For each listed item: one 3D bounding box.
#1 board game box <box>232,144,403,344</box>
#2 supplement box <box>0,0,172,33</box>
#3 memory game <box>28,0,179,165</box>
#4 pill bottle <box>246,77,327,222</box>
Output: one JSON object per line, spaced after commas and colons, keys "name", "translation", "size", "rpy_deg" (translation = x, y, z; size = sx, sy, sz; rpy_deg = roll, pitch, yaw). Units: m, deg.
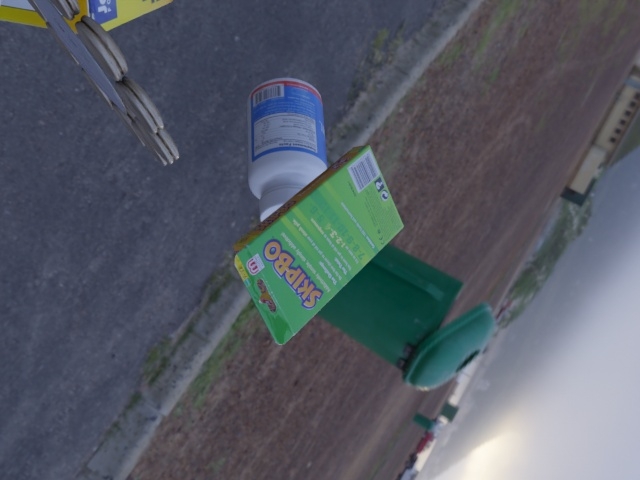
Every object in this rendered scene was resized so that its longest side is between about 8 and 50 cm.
{"name": "board game box", "translation": [0.000, 0.000, 0.869], "size": [0.259, 0.039, 0.124], "rpy_deg": [-43, 117, -39]}
{"name": "supplement box", "translation": [-0.390, -0.400, 0.910], "size": [0.195, 0.356, 0.194], "rpy_deg": [-56, 155, -54]}
{"name": "memory game", "translation": [-0.148, -0.122, 0.455], "size": [0.012, 0.186, 0.186], "rpy_deg": [-39, 160, -11]}
{"name": "pill bottle", "translation": [-0.052, -0.130, 1.124], "size": [0.124, 0.124, 0.222], "rpy_deg": [84, 2, -64]}
